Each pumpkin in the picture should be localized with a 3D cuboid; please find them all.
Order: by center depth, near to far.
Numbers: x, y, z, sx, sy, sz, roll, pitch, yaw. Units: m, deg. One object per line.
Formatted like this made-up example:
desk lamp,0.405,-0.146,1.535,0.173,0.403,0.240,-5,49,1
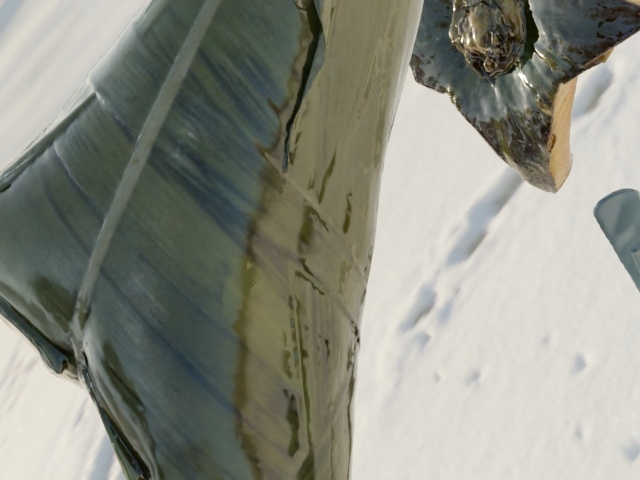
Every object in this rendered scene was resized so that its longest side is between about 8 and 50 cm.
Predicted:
pumpkin,0.184,-0.226,1.234,0.095,0.290,0.258,-19,-30,-37

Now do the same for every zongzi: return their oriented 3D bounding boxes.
zongzi,0.002,-0.002,0.385,0.205,0.094,0.204,-49,63,14

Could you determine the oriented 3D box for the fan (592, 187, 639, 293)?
fan,0.391,0.068,1.430,0.057,0.282,0.023,-26,13,13
